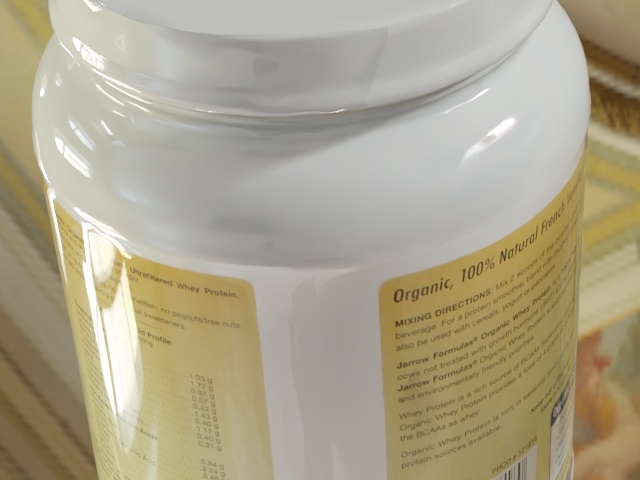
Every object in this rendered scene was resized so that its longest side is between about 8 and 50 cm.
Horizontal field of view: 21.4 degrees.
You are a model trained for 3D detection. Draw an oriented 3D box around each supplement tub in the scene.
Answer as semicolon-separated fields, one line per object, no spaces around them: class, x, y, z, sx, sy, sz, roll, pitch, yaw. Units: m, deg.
supplement tub;0.000;0.000;0.734;0.228;0.228;0.316;3;-53;8
